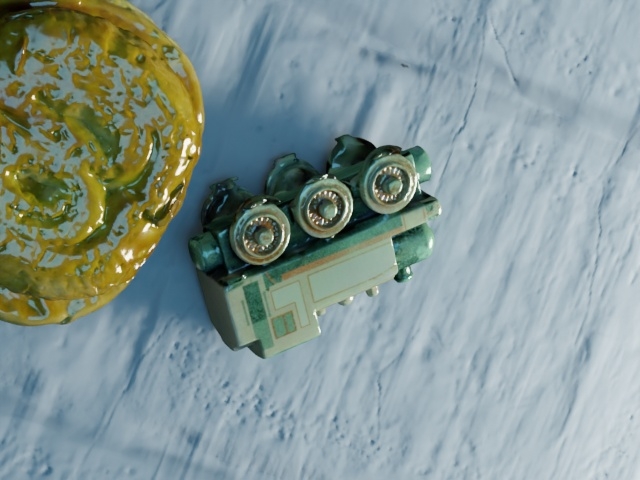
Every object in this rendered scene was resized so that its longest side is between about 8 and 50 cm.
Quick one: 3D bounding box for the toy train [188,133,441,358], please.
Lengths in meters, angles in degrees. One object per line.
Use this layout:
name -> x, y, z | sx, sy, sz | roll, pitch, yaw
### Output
toy train -> 0.000, 0.000, 1.427 | 0.194, 0.081, 0.125 | -22, 115, -18

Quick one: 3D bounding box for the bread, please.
bread -> -0.184, -0.059, 1.325 | 0.198, 0.120, 0.236 | 29, 89, -23
